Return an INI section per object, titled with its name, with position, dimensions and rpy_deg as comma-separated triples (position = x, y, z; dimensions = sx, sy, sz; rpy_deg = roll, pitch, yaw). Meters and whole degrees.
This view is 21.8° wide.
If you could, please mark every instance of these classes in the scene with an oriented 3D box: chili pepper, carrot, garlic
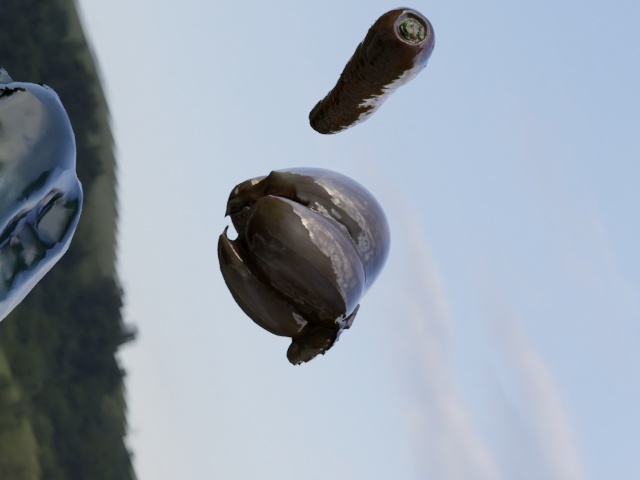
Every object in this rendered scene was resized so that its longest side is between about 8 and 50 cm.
[chili pepper]
position = -0.374, -0.049, 1.683
dimensions = 0.233, 0.256, 0.248
rpy_deg = 32, -34, 16
[carrot]
position = 0.032, -0.111, 1.157
dimensions = 0.047, 0.047, 0.191
rpy_deg = 68, -22, 9
[garlic]
position = 0.000, 0.000, 1.748
dimensions = 0.160, 0.214, 0.191
rpy_deg = -16, -67, 44
